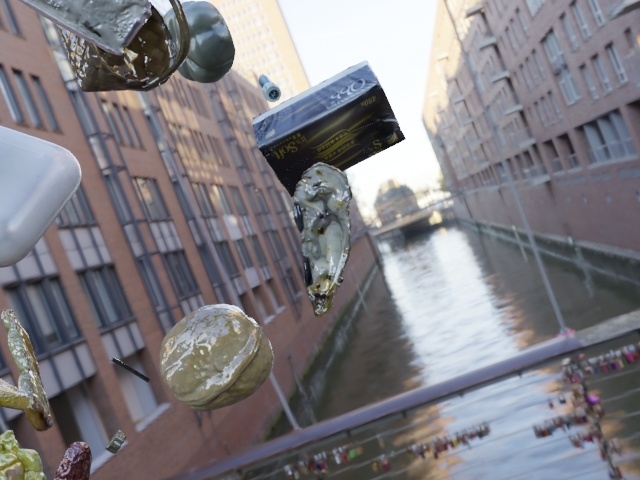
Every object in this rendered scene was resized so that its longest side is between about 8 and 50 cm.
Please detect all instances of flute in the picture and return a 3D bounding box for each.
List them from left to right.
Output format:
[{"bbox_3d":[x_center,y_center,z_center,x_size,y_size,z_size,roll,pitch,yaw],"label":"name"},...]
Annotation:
[{"bbox_3d":[-0.534,0.366,1.920,0.014,0.014,0.269,-21,-25,-2],"label":"flute"}]

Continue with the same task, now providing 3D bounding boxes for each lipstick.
[{"bbox_3d":[-0.112,-0.322,1.416,0.037,0.037,0.116,-21,34,-7],"label":"lipstick"}]

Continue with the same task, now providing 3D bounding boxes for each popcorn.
[{"bbox_3d":[-0.781,0.610,1.648,0.259,0.212,0.259,-58,-4,-6],"label":"popcorn"}]

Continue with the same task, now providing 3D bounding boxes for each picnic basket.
[{"bbox_3d":[-0.487,-0.557,1.834,0.337,0.292,0.337,-19,11,4],"label":"picnic basket"}]

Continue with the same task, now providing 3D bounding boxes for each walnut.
[{"bbox_3d":[-0.351,0.396,2.290,0.381,0.381,0.381,-21,0,0],"label":"walnut"}]

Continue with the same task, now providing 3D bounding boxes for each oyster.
[{"bbox_3d":[0.003,0.000,1.504,0.129,0.344,0.078,0,10,-3],"label":"oyster"}]

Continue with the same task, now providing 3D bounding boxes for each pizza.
[{"bbox_3d":[-0.670,0.292,1.306,0.204,0.080,0.188,26,-12,-21],"label":"pizza"}]

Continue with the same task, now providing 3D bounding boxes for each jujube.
[{"bbox_3d":[-0.556,0.516,1.535,0.077,0.129,0.077,15,10,-3],"label":"jujube"}]

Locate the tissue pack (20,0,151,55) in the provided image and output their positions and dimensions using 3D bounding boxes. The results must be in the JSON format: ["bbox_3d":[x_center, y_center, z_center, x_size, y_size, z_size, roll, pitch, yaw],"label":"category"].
[{"bbox_3d":[-0.396,-0.412,1.084,0.124,0.201,0.271,-57,36,12],"label":"tissue pack"}]

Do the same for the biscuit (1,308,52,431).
[{"bbox_3d":[-0.699,0.314,1.622,0.045,0.299,0.154,-20,-28,-16],"label":"biscuit"}]

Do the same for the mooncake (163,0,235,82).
[{"bbox_3d":[-0.394,-0.624,2.156,0.135,0.275,0.275,-35,7,-29],"label":"mooncake"}]

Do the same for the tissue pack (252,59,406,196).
[{"bbox_3d":[0.011,-0.304,1.838,0.370,0.210,0.198,-27,43,7],"label":"tissue pack"}]

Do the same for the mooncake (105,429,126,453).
[{"bbox_3d":[-0.500,0.583,1.535,0.057,0.346,0.150,19,-36,-15],"label":"mooncake"}]

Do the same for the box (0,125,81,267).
[{"bbox_3d":[-0.710,-0.104,1.473,0.141,0.289,0.349,108,180,-46],"label":"box"}]
